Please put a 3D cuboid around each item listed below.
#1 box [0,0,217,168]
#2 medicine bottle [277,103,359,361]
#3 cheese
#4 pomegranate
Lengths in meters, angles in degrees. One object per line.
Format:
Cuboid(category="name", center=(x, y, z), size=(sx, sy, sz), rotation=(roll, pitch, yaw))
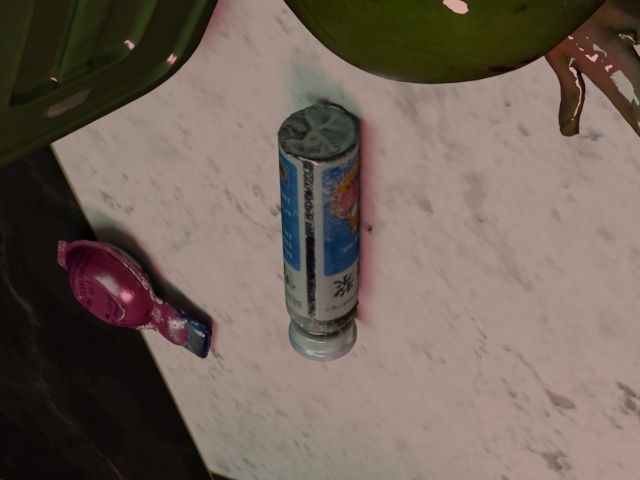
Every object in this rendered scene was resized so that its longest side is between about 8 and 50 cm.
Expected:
Cuboid(category="box", center=(-0.169, -0.184, 0.862), size=(0.178, 0.253, 0.329), rotation=(51, 148, 12))
Cuboid(category="medicine bottle", center=(0.000, 0.000, 1.036), size=(0.051, 0.051, 0.191), rotation=(30, 145, 25))
Cuboid(category="cheese", center=(-0.146, 0.044, 1.269), size=(0.145, 0.038, 0.095), rotation=(32, 147, 12))
Cuboid(category="pomegranate", center=(0.077, -0.135, 0.702), size=(0.224, 0.181, 0.181), rotation=(41, 154, -30))
